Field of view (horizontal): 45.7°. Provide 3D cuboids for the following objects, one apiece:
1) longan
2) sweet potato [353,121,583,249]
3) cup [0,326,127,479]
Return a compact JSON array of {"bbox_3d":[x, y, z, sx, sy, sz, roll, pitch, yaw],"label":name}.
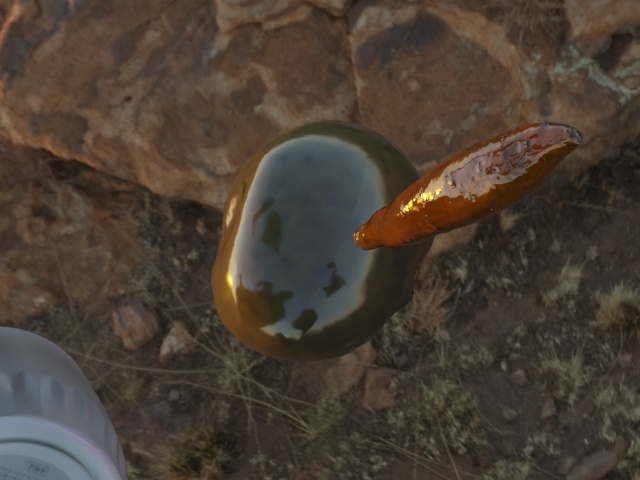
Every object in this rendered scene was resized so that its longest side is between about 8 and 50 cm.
[{"bbox_3d":[0.000,0.000,1.008,0.288,0.288,0.350,5,55,25],"label":"longan"},{"bbox_3d":[0.096,-0.032,0.585,0.264,0.057,0.057,-27,49,54],"label":"sweet potato"},{"bbox_3d":[-0.334,0.234,0.768,0.253,0.253,0.371,-60,22,-11],"label":"cup"}]
